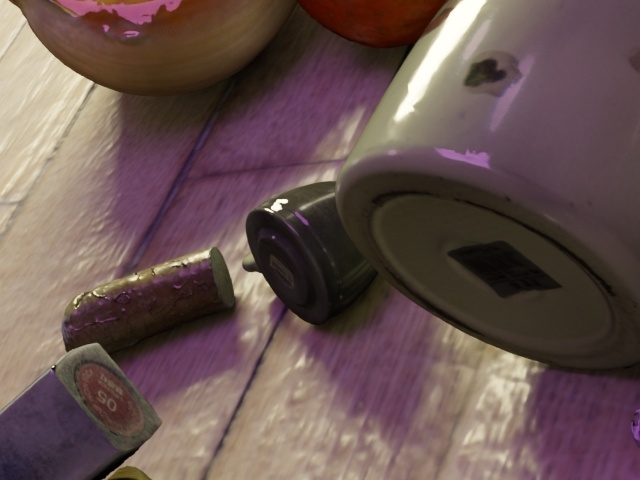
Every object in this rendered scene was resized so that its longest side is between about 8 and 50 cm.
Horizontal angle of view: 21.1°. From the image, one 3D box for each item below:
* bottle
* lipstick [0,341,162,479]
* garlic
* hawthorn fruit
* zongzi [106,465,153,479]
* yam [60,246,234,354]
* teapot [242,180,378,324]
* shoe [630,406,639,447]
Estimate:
[{"bbox_3d":[0.168,-0.117,1.050,0.229,0.229,0.351,5,57,42],"label":"bottle"},{"bbox_3d":[-0.229,0.179,1.090,0.290,0.076,0.077,-39,-1,22],"label":"lipstick"},{"bbox_3d":[-0.133,-0.264,1.491,0.313,0.249,0.286,-31,15,-14],"label":"garlic"},{"bbox_3d":[0.102,-0.207,1.328,0.285,0.165,0.165,30,68,27],"label":"hawthorn fruit"},{"bbox_3d":[-0.149,0.255,0.992,0.260,0.123,0.289,-50,23,-14],"label":"zongzi"},{"bbox_3d":[-0.126,0.046,1.257,0.132,0.054,0.054,-21,37,19],"label":"yam"},{"bbox_3d":[-0.001,-0.007,1.187,0.091,0.092,0.124,-31,38,-24],"label":"teapot"},{"bbox_3d":[0.226,0.071,0.902,0.138,0.095,0.245,-19,44,17],"label":"shoe"}]
